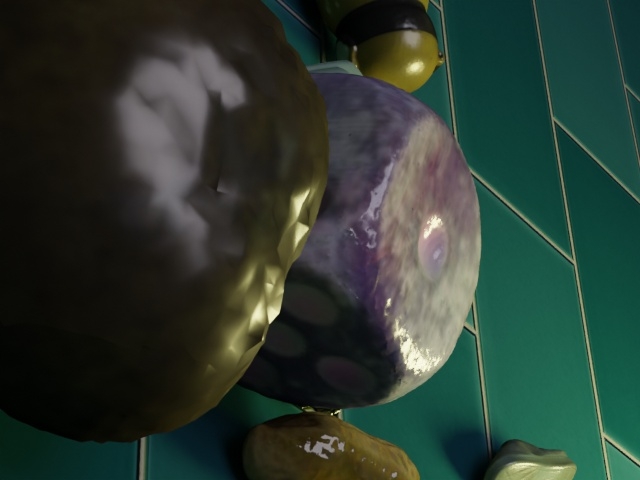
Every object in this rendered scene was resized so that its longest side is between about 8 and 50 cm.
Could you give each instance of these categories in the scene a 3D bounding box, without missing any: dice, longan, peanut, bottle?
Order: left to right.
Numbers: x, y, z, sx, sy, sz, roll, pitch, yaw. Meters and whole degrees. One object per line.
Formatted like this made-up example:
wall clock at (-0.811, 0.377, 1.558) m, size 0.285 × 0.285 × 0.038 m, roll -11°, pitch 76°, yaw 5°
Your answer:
longan at (-0.203, -0.051, 1.603) m, size 0.404 × 0.404 × 0.436 m, roll 37°, pitch 67°, yaw -38°
dice at (0.000, 0.000, 1.919) m, size 0.270 × 0.271 × 0.270 m, roll 63°, pitch 40°, yaw -42°
peanut at (0.009, 0.254, 1.968) m, size 0.236 × 0.120 × 0.110 m, roll 22°, pitch 39°, yaw -37°
bottle at (0.070, -0.367, 2.564) m, size 0.171 × 0.171 × 0.351 m, roll 20°, pitch 48°, yaw -52°

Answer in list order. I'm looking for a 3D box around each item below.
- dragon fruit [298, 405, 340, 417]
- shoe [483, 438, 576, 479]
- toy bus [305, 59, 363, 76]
dragon fruit at (0.016, 0.130, 2.079) m, size 0.138 × 0.142 × 0.175 m, roll 27°, pitch 6°, yaw 6°
shoe at (0.264, 0.305, 2.410) m, size 0.195 × 0.079 × 0.078 m, roll 7°, pitch 23°, yaw -48°
toy bus at (-0.029, -0.141, 2.195) m, size 0.133 × 0.164 × 0.271 m, roll 63°, pitch 28°, yaw 4°
